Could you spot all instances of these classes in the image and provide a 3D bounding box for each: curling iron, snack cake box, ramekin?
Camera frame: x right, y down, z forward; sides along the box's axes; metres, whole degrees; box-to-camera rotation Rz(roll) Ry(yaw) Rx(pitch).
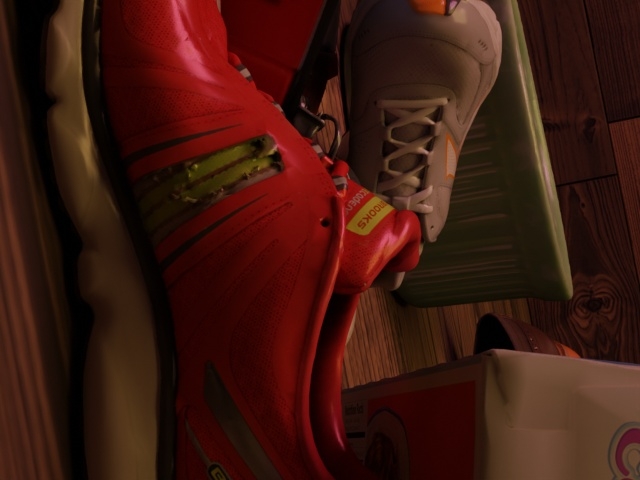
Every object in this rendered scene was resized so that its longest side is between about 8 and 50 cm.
[{"bbox_3d":[-0.001,-0.111,0.744,0.068,0.035,0.274,-53,-163,38],"label":"curling iron"},{"bbox_3d":[0.061,0.132,0.479,0.264,0.089,0.152,138,-41,-76],"label":"snack cake box"},{"bbox_3d":[0.124,-0.083,1.081,0.303,0.148,0.304,-11,90,-77],"label":"ramekin"}]

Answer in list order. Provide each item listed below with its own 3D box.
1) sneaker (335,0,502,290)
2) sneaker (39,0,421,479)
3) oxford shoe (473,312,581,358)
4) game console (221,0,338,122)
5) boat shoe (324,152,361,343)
[{"bbox_3d":[0.057,-0.052,0.774,0.262,0.099,0.121,95,1,-62],"label":"sneaker"},{"bbox_3d":[-0.024,-0.010,0.439,0.107,0.118,0.279,22,58,-77],"label":"sneaker"},{"bbox_3d":[0.187,0.234,1.244,0.132,0.130,0.364,36,41,-22],"label":"oxford shoe"},{"bbox_3d":[0.033,-0.261,0.594,0.342,0.060,0.387,-75,-173,-61],"label":"game console"},{"bbox_3d":[0.000,0.000,0.707,0.043,0.049,0.137,60,28,-50],"label":"boat shoe"}]
